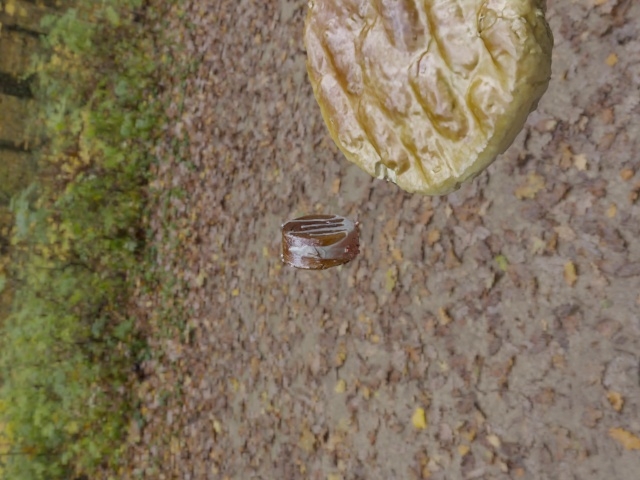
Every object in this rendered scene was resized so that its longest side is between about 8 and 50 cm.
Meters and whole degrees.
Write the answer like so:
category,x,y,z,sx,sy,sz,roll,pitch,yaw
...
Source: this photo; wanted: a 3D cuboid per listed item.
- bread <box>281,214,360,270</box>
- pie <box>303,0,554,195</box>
category,x,y,z,sx,sy,sz,roll,pitch,yaw
bread,0.000,0.000,1.336,0.160,0.160,0.073,29,126,59
pie,0.104,-0.211,0.762,0.339,0.083,0.339,28,129,41
